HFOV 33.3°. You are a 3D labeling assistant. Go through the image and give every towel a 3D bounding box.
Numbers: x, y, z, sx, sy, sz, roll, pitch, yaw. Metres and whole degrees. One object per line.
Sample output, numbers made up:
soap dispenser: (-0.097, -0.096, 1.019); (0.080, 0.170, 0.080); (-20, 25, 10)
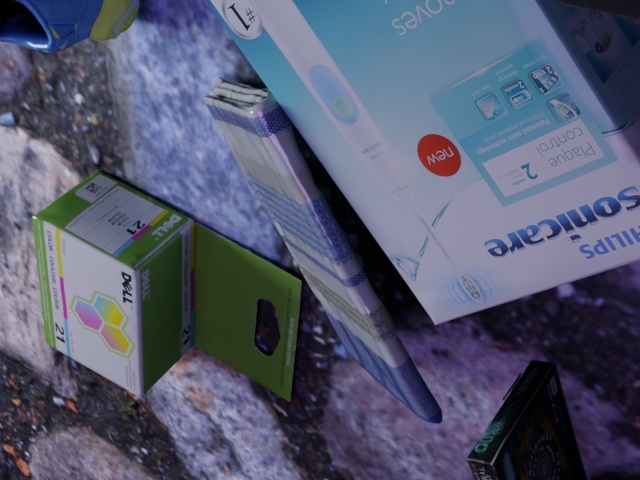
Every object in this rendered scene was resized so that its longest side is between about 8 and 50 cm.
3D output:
towel: (0.000, 0.000, 0.860); (0.285, 0.034, 0.209); (61, 172, -16)

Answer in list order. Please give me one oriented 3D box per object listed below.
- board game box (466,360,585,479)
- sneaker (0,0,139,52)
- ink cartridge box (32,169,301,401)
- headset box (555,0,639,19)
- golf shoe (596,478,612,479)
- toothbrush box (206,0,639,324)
board game box: (0.181, 0.212, 0.892); (0.026, 0.126, 0.186); (2, 123, 38)
sneaker: (-0.270, -0.242, 0.887); (0.240, 0.126, 0.091); (37, 138, 9)
ink cartridge box: (-0.153, 0.070, 1.068); (0.255, 0.097, 0.189); (27, 135, 21)
headset box: (0.186, -0.224, 0.411); (0.110, 0.293, 0.218); (17, 131, 28)
golf shoe: (0.292, 0.330, 0.919); (0.120, 0.105, 0.273); (-1, 122, 31)
toothbrush box: (0.095, -0.114, 0.700); (0.216, 0.126, 0.296); (-23, 108, 46)
